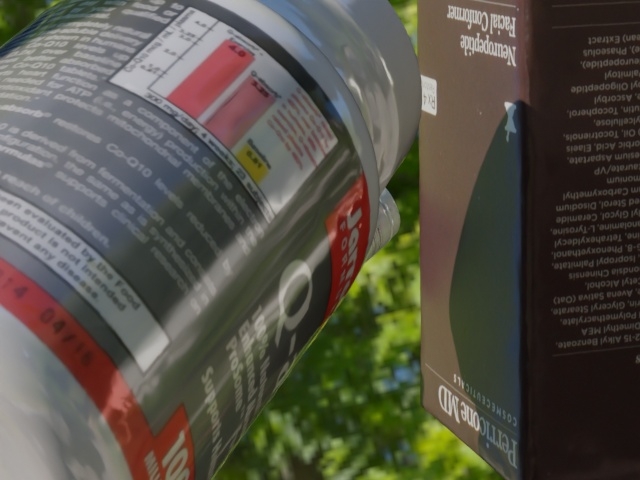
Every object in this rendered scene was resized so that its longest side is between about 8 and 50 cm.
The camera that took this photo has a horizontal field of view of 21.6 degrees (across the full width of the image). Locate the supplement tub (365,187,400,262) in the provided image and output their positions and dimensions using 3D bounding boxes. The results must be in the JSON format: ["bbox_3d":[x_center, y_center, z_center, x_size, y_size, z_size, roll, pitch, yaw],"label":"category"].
[{"bbox_3d":[0.000,0.000,1.246,0.107,0.071,0.071,-42,-11,-29],"label":"supplement tub"}]

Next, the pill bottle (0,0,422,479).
[{"bbox_3d":[-0.096,0.000,0.797,0.210,0.210,0.363,-39,9,43],"label":"pill bottle"}]

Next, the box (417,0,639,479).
[{"bbox_3d":[0.148,-0.058,1.026,0.143,0.381,0.191,-6,12,-15],"label":"box"}]
